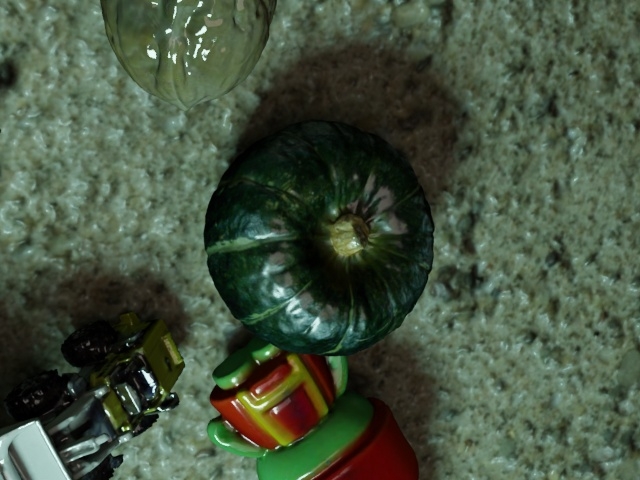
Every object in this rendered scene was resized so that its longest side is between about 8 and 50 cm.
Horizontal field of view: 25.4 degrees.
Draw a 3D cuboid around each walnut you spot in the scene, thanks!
[{"bbox_3d":[-0.132,-0.241,1.418,0.178,0.178,0.230,-2,111,-17],"label":"walnut"}]

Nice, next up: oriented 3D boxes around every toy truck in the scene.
[{"bbox_3d":[-0.233,0.175,1.464,0.111,0.286,0.136,-17,109,26],"label":"toy truck"}]

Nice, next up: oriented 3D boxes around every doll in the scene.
[{"bbox_3d":[0.018,0.262,1.616,0.183,0.160,0.363,-38,114,-12],"label":"doll"}]

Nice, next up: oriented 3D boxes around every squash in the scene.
[{"bbox_3d":[0.000,0.000,1.506,0.252,0.165,0.252,5,77,-24],"label":"squash"}]
